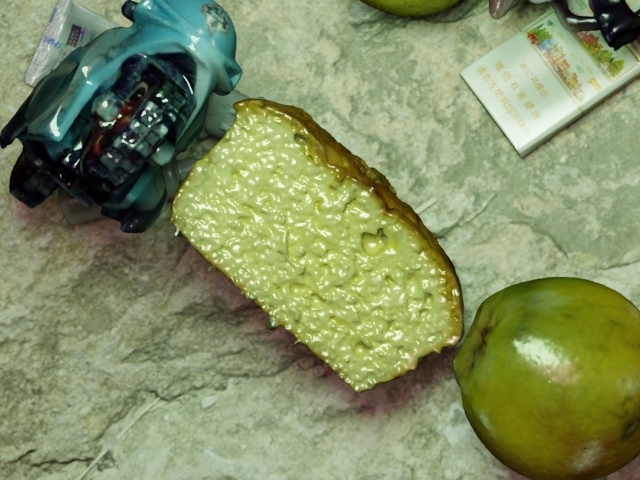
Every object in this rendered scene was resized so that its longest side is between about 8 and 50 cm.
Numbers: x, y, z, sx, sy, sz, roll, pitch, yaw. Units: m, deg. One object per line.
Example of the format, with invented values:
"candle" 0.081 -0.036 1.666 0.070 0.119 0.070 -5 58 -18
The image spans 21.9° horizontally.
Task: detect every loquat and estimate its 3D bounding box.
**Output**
"loquat" 0.264 0.149 1.686 0.246 0.213 0.213 26 83 -8

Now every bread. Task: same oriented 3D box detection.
"bread" 0.000 0.000 1.761 0.340 0.179 0.194 43 95 -8

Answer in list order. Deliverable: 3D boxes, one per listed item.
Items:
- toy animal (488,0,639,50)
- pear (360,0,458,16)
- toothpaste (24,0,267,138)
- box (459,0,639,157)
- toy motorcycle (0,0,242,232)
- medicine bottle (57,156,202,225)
"toy animal" 0.267 -0.333 1.820 0.195 0.090 0.324 -4 59 -6
"pear" 0.101 -0.336 1.824 0.197 0.197 0.197 -2 78 9
"toothpaste" -0.202 -0.184 1.904 0.299 0.073 0.114 23 90 21
"box" 0.279 -0.202 1.836 0.220 0.032 0.122 -35 72 1
"toy motorcycle" -0.204 -0.135 1.717 0.172 0.416 0.232 39 73 -16
"medicine bottle" -0.197 -0.067 1.878 0.199 0.057 0.057 -14 76 7
